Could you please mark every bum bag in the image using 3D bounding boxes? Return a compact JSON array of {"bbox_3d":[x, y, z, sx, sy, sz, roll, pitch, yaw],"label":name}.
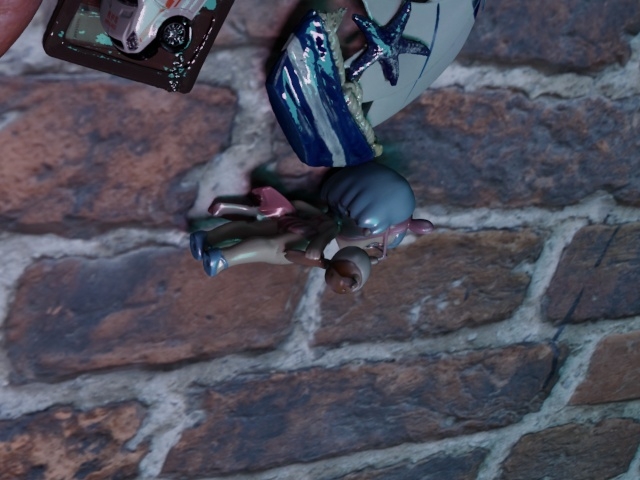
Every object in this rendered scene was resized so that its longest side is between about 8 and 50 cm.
[{"bbox_3d":[-0.164,-0.196,1.126,0.159,0.026,0.109,12,119,-37],"label":"bum bag"}]

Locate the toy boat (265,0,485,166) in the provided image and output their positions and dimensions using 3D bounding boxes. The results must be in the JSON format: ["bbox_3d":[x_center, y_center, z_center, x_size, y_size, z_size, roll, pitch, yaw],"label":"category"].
[{"bbox_3d":[0.060,-0.199,1.262,0.291,0.070,0.210,-51,144,9],"label":"toy boat"}]

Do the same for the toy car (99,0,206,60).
[{"bbox_3d":[-0.122,-0.253,1.035,0.210,0.089,0.108,-51,135,3],"label":"toy car"}]

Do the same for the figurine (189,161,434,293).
[{"bbox_3d":[-0.003,-0.014,1.320,0.260,0.205,0.103,-12,110,-24],"label":"figurine"}]

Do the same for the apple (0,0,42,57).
[{"bbox_3d":[-0.312,-0.235,0.806,0.305,0.235,0.306,-19,139,-18],"label":"apple"}]
